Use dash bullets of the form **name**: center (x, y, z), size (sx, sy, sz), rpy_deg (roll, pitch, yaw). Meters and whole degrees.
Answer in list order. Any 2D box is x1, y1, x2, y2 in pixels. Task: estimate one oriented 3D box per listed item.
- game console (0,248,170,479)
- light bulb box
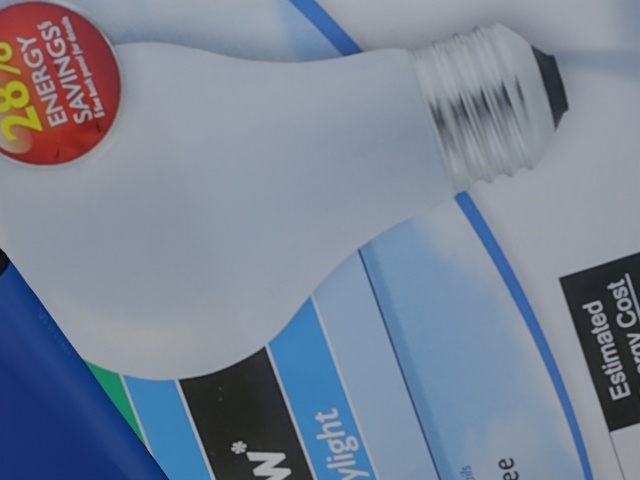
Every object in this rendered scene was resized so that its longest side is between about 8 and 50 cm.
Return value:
- **game console**: center (-0.234, 0.100, 0.548), size (0.293, 0.250, 0.173), rpy_deg (-41, 31, -18)
- **light bulb box**: center (0.000, 0.000, 0.746), size (0.361, 0.225, 0.358), rpy_deg (-19, 101, 9)
